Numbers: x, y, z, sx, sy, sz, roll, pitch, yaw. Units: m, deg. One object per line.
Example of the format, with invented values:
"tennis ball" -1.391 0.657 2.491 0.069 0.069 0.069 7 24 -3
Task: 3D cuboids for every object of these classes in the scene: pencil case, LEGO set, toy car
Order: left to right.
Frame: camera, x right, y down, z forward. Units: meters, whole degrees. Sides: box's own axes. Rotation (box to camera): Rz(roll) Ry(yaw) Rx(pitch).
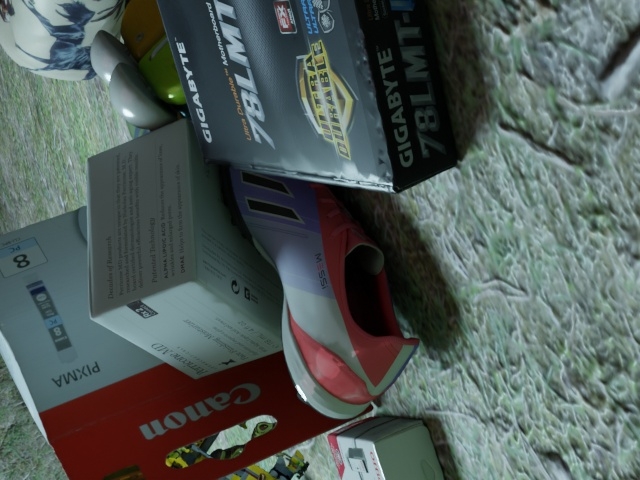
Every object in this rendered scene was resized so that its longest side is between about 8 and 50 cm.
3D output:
"pencil case" -0.298 -0.343 1.548 0.410 0.160 0.183 120 138 -64
"toy car" -0.125 -0.179 1.300 0.136 0.159 0.182 39 -169 -39
"LEGO set" -0.094 0.226 1.559 0.255 0.192 0.331 28 165 23

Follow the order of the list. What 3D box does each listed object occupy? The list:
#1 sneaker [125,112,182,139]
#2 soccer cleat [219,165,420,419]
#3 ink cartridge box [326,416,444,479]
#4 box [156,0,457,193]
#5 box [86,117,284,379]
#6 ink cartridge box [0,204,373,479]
"sneaker" -0.194 -0.121 1.632 0.086 0.064 0.192 123 125 -75
"soccer cleat" 0.000 0.000 1.205 0.116 0.108 0.318 -42 54 35
"ink cartridge box" 0.065 0.225 1.274 0.099 0.056 0.135 71 161 0
"box" -0.035 -0.195 1.050 0.293 0.073 0.295 12 121 53
"box" -0.125 0.012 1.281 0.181 0.119 0.182 39 -143 -52
"ink cartridge box" -0.168 0.089 1.388 0.385 0.308 0.091 48 152 45
